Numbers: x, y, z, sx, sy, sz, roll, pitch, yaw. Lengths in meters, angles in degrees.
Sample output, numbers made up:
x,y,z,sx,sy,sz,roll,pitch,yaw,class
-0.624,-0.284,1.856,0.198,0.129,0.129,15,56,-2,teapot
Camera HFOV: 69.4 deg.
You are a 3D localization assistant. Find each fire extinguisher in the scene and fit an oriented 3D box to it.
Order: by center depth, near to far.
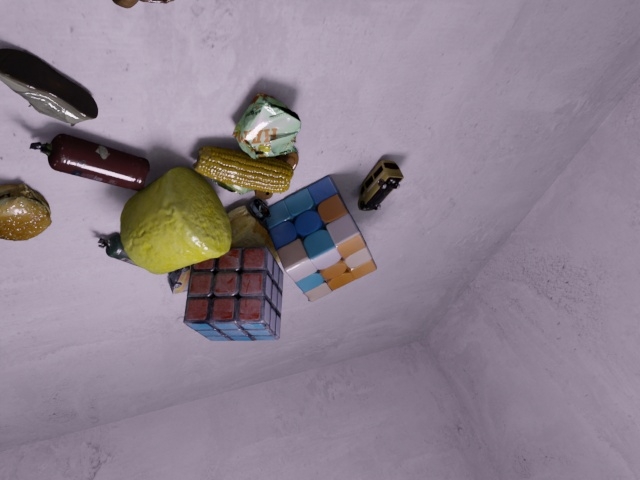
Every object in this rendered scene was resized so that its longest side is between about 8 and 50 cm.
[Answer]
x,y,z,sx,sy,sz,roll,pitch,yaw,class
-0.702,-0.243,1.407,0.338,0.136,0.114,14,96,-43,fire extinguisher
-0.756,0.043,1.806,0.294,0.118,0.093,32,83,-52,fire extinguisher

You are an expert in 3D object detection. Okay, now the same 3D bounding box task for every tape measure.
x,y,z,sx,sy,sz,roll,pitch,yaw,class
-0.245,-0.124,1.892,0.054,0.094,0.091,-35,-179,15,tape measure

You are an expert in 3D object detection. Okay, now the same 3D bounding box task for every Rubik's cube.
x,y,z,sx,sy,sz,roll,pitch,yaw,class
-0.320,0.215,1.795,0.306,0.303,0.301,-1,155,9,Rubik's cube
0.000,0.000,1.994,0.345,0.346,0.347,-27,147,3,Rubik's cube

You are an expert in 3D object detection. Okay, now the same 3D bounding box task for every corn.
x,y,z,sx,sy,sz,roll,pitch,yaw,class
-0.270,-0.253,1.634,0.345,0.131,0.131,11,135,-20,corn

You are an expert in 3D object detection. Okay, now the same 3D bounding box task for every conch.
x,y,z,sx,sy,sz,roll,pitch,yaw,class
-0.325,-0.218,1.732,0.201,0.079,0.095,18,143,-24,conch

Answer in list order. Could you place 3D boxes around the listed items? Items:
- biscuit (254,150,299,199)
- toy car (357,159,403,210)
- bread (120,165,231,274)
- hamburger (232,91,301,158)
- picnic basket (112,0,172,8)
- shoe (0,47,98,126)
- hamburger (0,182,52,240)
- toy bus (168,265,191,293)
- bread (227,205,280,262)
x,y,z,sx,sy,sz,roll,pitch,yaw,class
-0.186,-0.273,1.772,0.184,0.047,0.319,2,140,-30,biscuit
0.250,-0.236,2.029,0.101,0.124,0.256,-1,149,-32,toy car
-0.505,-0.062,1.617,0.308,0.347,0.348,-23,148,16,bread
-0.168,-0.370,1.560,0.235,0.125,0.214,11,129,-42,hamburger
-0.373,-0.617,0.926,0.338,0.337,0.293,11,133,-41,picnic basket
-0.732,-0.391,1.214,0.098,0.103,0.275,-23,147,23,shoe
-0.971,-0.075,1.479,0.190,0.122,0.215,-19,149,-12,hamburger
-0.597,0.130,2.034,0.106,0.092,0.268,-6,143,-41,toy bus
-0.317,0.027,1.975,0.237,0.165,0.375,-38,152,0,bread
